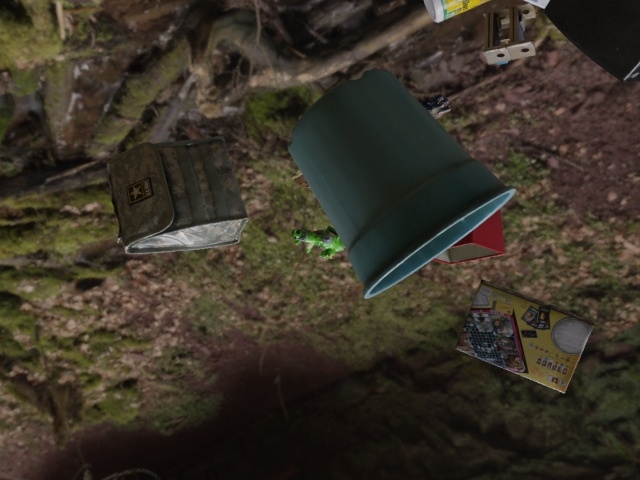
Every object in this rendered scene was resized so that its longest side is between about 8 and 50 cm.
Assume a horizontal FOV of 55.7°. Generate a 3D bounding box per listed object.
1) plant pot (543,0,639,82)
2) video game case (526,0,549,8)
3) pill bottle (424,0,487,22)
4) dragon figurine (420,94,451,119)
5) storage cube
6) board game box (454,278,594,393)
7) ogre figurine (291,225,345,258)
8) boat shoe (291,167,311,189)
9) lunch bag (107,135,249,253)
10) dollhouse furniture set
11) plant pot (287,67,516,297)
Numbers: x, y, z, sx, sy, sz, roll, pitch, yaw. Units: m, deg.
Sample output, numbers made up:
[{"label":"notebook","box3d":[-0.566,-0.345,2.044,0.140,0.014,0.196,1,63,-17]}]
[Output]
[{"label":"plant pot","box3d":[0.453,-0.322,0.808,0.188,0.166,0.188,-12,156,-15]},{"label":"video game case","box3d":[0.403,-0.578,1.186,0.023,0.202,0.183,-82,-167,-54]},{"label":"pill bottle","box3d":[0.350,-0.606,1.419,0.209,0.117,0.117,-21,171,6]},{"label":"dragon figurine","box3d":[0.205,-0.192,1.355,0.085,0.144,0.289,1,144,-42]},{"label":"storage cube","box3d":[0.395,-0.050,1.736,0.184,0.193,0.215,-15,161,41]},{"label":"board game box","box3d":[0.437,0.205,1.312,0.042,0.244,0.164,-19,129,-70]},{"label":"ogre figurine","box3d":[0.000,0.000,1.826,0.118,0.096,0.197,10,155,25]},{"label":"boat shoe","box3d":[-0.027,-0.147,1.440,0.064,0.060,0.178,-33,-177,-6]},{"label":"lunch bag","box3d":[-0.344,-0.103,1.420,0.287,0.235,0.169,-10,158,-22]},{"label":"dollhouse furniture set","box3d":[0.530,-0.533,1.648,0.129,0.129,0.184,-3,163,30]},{"label":"plant pot","box3d":[0.129,-0.121,1.160,0.341,0.334,0.341,-33,169,-7]}]
